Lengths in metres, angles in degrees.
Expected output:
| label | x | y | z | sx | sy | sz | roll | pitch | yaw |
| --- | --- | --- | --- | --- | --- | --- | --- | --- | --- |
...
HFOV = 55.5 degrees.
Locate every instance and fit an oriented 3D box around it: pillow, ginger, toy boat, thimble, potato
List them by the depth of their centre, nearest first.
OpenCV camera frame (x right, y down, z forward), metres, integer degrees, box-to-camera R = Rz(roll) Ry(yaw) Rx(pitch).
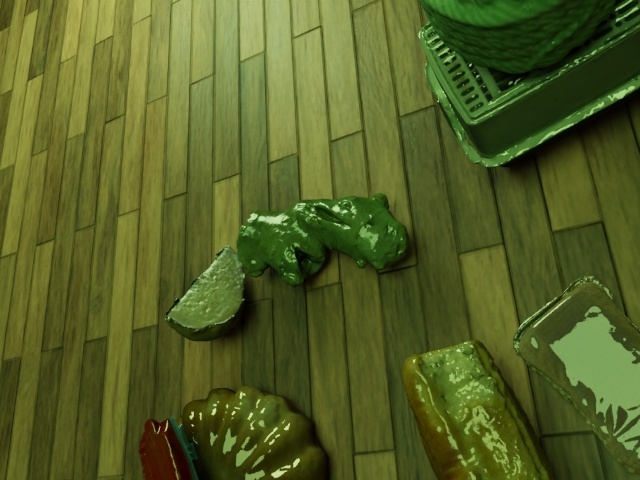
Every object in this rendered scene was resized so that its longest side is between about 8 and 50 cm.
| label | x | y | z | sx | sy | sz | roll | pitch | yaw |
| --- | --- | --- | --- | --- | --- | --- | --- | --- | --- |
| thimble | 0.210 | -0.306 | 0.668 | 0.219 | 0.150 | 0.219 | -10 | 68 | 26 |
| pillow | 0.333 | 0.150 | 0.699 | 0.135 | 0.034 | 0.211 | -42 | 57 | 7 |
| toy boat | -0.193 | 0.323 | 0.818 | 0.069 | 0.059 | 0.173 | -32 | 65 | 16 |
| ginger | -0.003 | 0.000 | 0.931 | 0.290 | 0.089 | 0.137 | -11 | 49 | 23 |
| potato | -0.166 | 0.105 | 1.004 | 0.101 | 0.089 | 0.172 | 21 | 51 | 16 |

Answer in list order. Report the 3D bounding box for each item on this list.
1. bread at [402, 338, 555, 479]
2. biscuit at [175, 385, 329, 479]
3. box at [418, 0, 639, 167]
| label | x | y | z | sx | sy | sz | roll | pitch | yaw |
| --- | --- | --- | --- | --- | --- | --- | --- | --- | --- |
| bread | 0.179 | 0.230 | 0.676 | 0.121 | 0.174 | 0.245 | -26 | 68 | 15 |
| biscuit | -0.135 | 0.369 | 0.862 | 0.326 | 0.107 | 0.325 | -9 | 69 | 25 |
| box | 0.287 | -0.241 | 0.790 | 0.291 | 0.166 | 0.220 | -30 | 59 | 19 |
